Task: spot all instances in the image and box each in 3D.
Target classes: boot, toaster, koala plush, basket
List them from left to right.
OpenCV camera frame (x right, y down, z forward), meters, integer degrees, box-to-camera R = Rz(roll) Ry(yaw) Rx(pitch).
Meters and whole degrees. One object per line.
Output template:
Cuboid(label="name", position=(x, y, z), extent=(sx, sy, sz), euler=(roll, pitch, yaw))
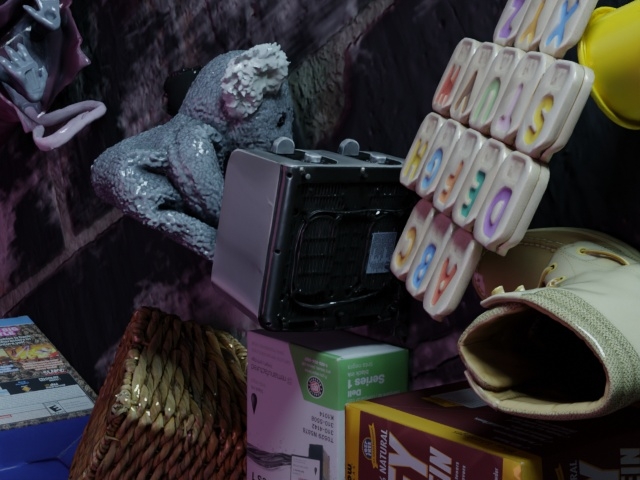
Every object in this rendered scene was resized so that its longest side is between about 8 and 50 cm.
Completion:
Cuboid(label="basket", position=(-0.164, 0.244, 1.405), extent=(0.213, 0.223, 0.299), euler=(-88, 20, -53))
Cuboid(label="boot", position=(-0.141, -0.155, 1.373), extent=(0.121, 0.045, 0.099), euler=(-21, 72, 50))
Cuboid(label="koala plush", position=(-0.106, -0.103, 1.221), extent=(0.221, 0.203, 0.196), euler=(-62, 9, 0))
Cuboid(label="toaster", position=(0.000, 0.000, 1.106), extent=(0.110, 0.168, 0.186), euler=(29, 115, 50))
Cuboid(label="boot", position=(0.164, 0.056, 0.861), extent=(0.262, 0.203, 0.095), euler=(25, 113, 47))

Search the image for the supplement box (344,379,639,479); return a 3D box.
Cuboid(label="supplement box", position=(0.149, 0.192, 0.906), extent=(0.191, 0.194, 0.129), euler=(9, 101, 52))

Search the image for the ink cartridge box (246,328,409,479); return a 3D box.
Cuboid(label="ink cartridge box", position=(0.004, 0.205, 1.181), extent=(0.160, 0.092, 0.219), euler=(10, 101, 52))

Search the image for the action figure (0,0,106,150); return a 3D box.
Cuboid(label="action figure", position=(-0.450, -0.205, 1.694), extent=(0.276, 0.248, 0.370), euler=(51, 137, -1))

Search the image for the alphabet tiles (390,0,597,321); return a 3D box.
Cuboid(label="alphabet tiles", position=(0.126, -0.084, 0.916), extent=(0.284, 0.021, 0.278), euler=(-126, 59, -73))

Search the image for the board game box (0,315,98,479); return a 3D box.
Cuboid(label="board game box", position=(-0.479, 0.246, 1.701), extent=(0.291, 0.232, 0.141), euler=(36, 122, 45))

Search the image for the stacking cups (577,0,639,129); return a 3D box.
Cuboid(label="stacking cups", position=(0.308, -0.164, 0.741), extent=(0.316, 0.096, 0.096), euler=(-23, 75, 51))
